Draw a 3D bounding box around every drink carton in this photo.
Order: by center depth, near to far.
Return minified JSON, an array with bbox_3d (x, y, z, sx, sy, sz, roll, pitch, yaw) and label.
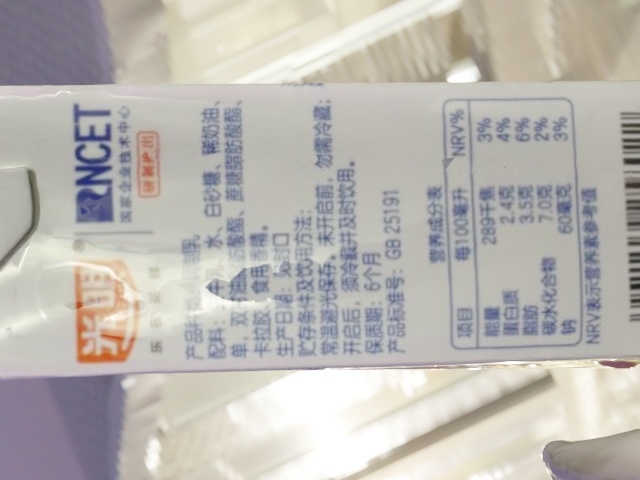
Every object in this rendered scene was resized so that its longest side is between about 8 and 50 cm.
[{"bbox_3d":[0.000,0.000,0.678,0.130,0.315,0.106,150,118,-79],"label":"drink carton"}]

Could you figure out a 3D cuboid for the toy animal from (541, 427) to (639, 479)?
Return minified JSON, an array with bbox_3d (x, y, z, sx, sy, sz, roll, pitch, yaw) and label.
[{"bbox_3d":[0.160,0.124,0.449,0.154,0.208,0.325,21,-156,-25],"label":"toy animal"}]
